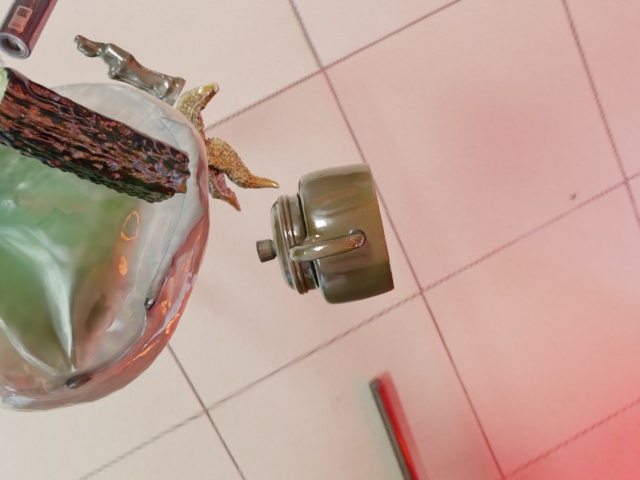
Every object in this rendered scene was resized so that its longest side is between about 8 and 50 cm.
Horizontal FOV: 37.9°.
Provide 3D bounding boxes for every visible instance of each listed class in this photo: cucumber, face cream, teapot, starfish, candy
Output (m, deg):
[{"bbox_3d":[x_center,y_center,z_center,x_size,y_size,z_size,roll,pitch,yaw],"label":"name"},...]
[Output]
[{"bbox_3d":[-0.173,-0.073,0.700,0.187,0.058,0.058,22,99,-53],"label":"cucumber"},{"bbox_3d":[-0.532,-0.470,1.767,0.073,0.073,0.283,27,59,-20],"label":"face cream"},{"bbox_3d":[0.000,0.000,1.253,0.176,0.267,0.185,-14,95,2],"label":"teapot"},{"bbox_3d":[-0.243,-0.134,1.784,0.302,0.084,0.293,-21,126,21],"label":"starfish"},{"bbox_3d":[-0.308,-0.009,1.124,0.386,0.186,0.426,23,67,15],"label":"candy"}]

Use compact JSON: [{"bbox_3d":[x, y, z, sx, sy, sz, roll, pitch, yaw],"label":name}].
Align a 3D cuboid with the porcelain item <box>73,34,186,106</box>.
[{"bbox_3d":[-0.361,-0.322,1.742,0.216,0.081,0.069,29,84,-19],"label":"porcelain item"}]
